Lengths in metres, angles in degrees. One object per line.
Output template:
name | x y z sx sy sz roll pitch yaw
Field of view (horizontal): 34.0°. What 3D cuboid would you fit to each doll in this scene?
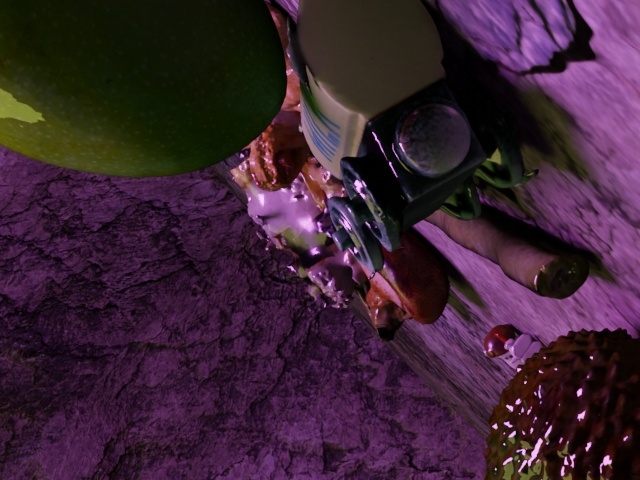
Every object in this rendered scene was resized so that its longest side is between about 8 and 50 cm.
doll | 0.189 0.106 1.037 0.058 0.040 0.085 32 176 17

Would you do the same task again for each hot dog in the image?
hot dog | -0.039 -0.108 1.090 0.169 0.061 0.078 -96 -20 -52

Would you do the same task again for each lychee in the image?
lychee | 0.181 0.131 0.676 0.171 0.171 0.171 46 176 5

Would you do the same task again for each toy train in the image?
toy train | 0.033 -0.071 0.623 0.157 0.105 0.253 60 177 4

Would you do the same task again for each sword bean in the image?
sword bean | 0.109 -0.010 0.755 0.043 0.038 0.269 42 179 -25

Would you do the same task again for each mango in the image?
mango | -0.173 -0.190 0.581 0.382 0.225 0.201 43 159 -4

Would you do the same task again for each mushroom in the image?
mushroom | 0.081 0.036 1.103 0.127 0.087 0.127 43 179 1

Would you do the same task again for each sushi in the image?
sushi | 0.005 -0.005 1.209 0.291 0.131 0.139 54 177 -1

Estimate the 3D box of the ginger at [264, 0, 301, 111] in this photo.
ginger | -0.072 -0.174 0.879 0.176 0.052 0.193 54 172 -23
